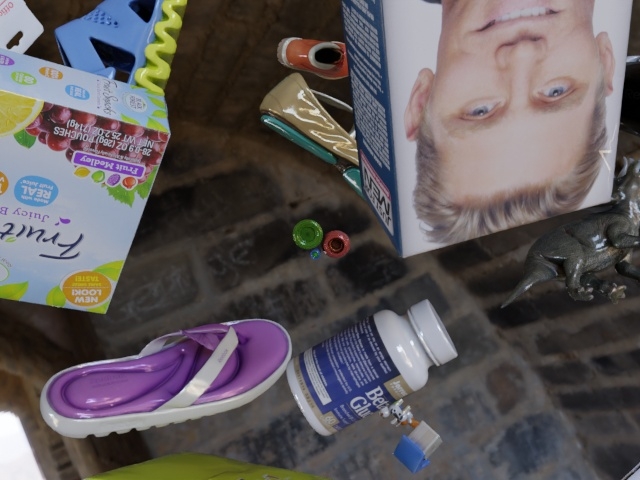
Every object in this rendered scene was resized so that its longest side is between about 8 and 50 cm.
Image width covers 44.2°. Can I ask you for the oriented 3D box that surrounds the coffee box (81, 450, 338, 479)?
[{"bbox_3d":[-0.134,0.504,1.103,0.338,0.334,0.337,7,-6,15],"label":"coffee box"}]

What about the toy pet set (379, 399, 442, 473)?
[{"bbox_3d":[0.121,0.287,1.177,0.065,0.114,0.122,-45,-30,-9],"label":"toy pet set"}]

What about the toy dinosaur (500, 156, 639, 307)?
[{"bbox_3d":[0.384,0.019,1.150,0.313,0.121,0.160,-37,36,-5],"label":"toy dinosaur"}]

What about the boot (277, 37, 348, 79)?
[{"bbox_3d":[0.020,-0.278,1.210,0.158,0.059,0.085,-6,15,-42],"label":"boot"}]

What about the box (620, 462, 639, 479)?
[{"bbox_3d":[0.510,0.312,0.973,0.262,0.127,0.231,-40,-48,-2],"label":"box"}]

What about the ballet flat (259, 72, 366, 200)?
[{"bbox_3d":[0.040,-0.104,0.894,0.073,0.232,0.080,-56,17,-9],"label":"ballet flat"}]

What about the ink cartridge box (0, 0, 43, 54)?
[{"bbox_3d":[-0.480,-0.321,1.047,0.067,0.198,0.115,-10,42,37],"label":"ink cartridge box"}]

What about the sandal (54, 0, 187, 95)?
[{"bbox_3d":[-0.231,-0.214,0.878,0.138,0.317,0.126,16,-16,-13],"label":"sandal"}]

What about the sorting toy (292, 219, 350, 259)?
[{"bbox_3d":[0.000,0.000,1.356,0.042,0.102,0.061,-86,19,-78],"label":"sorting toy"}]

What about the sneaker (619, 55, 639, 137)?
[{"bbox_3d":[0.330,-0.113,0.669,0.234,0.078,0.106,16,28,41],"label":"sneaker"}]

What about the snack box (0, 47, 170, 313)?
[{"bbox_3d":[-0.233,-0.045,0.564,0.207,0.070,0.174,14,-58,-24],"label":"snack box"}]

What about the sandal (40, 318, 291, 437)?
[{"bbox_3d":[-0.214,0.194,1.214,0.416,0.169,0.102,-16,-46,-34],"label":"sandal"}]

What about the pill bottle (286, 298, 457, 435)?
[{"bbox_3d":[0.057,0.133,0.849,0.169,0.094,0.094,-30,-6,9],"label":"pill bottle"}]

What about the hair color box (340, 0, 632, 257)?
[{"bbox_3d":[0.105,-0.171,0.515,0.174,0.347,0.105,-15,36,-8],"label":"hair color box"}]
